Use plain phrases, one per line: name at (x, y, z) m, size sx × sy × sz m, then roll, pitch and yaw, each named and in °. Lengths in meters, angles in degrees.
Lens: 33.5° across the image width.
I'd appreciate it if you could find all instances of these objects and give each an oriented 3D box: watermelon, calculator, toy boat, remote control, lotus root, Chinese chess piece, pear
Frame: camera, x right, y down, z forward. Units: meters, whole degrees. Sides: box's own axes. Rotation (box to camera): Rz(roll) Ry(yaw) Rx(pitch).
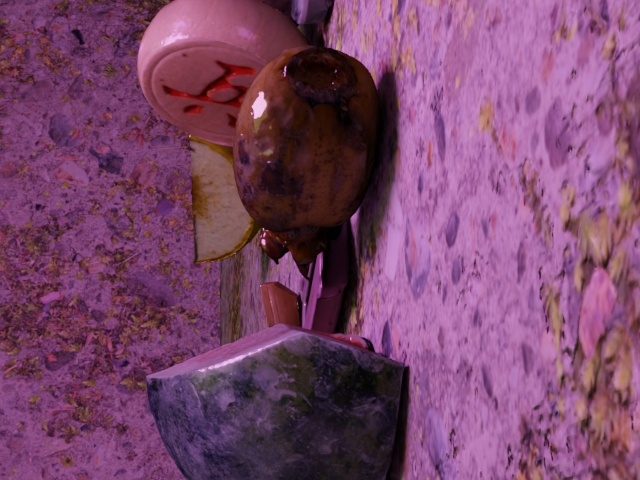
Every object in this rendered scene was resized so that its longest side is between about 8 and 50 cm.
watermelon at (-0.038, 0.175, 1.082) m, size 0.214 × 0.289 × 0.320 m, roll -57°, pitch -30°, yaw -42°
calculator at (0.002, 0.000, 1.313) m, size 0.194 × 0.043 × 0.294 m, roll 99°, pitch 171°, yaw -46°
toy boat at (-0.048, 0.155, 1.370) m, size 0.064 × 0.072 × 0.206 m, roll -33°, pitch -65°, yaw -81°
remote control at (-0.006, -0.393, 1.347) m, size 0.104 × 0.052 × 0.247 m, roll -100°, pitch 14°, yaw -54°
lotus root at (-0.018, -0.080, 1.099) m, size 0.278 × 0.154 × 0.154 m, roll 96°, pitch 170°, yaw -47°
Chinese chess piece at (-0.129, -0.235, 1.482) m, size 0.250 × 0.249 × 0.103 m, roll 107°, pitch 177°, yaw -59°
pear at (-0.151, -0.120, 1.990) m, size 0.239 × 0.139 × 0.288 m, roll -76°, pitch -10°, yaw -56°

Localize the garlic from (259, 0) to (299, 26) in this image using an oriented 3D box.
garlic at (-0.088, -0.382, 1.540) m, size 0.228 × 0.152 × 0.228 m, roll -176°, pitch 90°, yaw -84°
